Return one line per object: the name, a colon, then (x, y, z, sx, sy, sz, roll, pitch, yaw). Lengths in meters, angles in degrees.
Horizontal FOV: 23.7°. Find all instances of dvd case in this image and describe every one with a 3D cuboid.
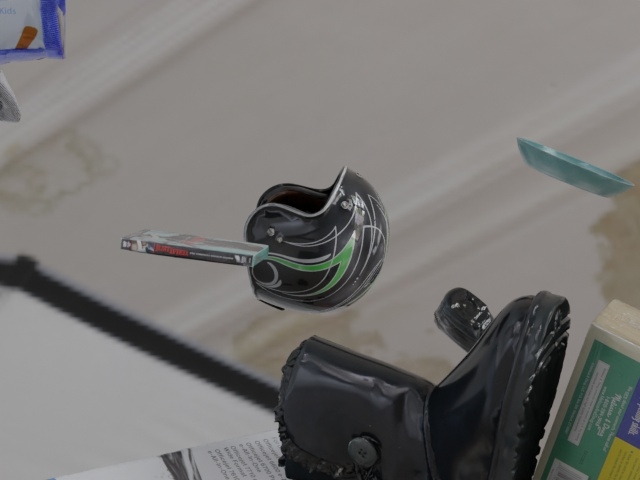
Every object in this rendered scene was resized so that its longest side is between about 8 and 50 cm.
dvd case: (-0.111, 0.006, 1.368, 0.119, 0.013, 0.087, 6, 6, 7)

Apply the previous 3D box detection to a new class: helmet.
helmet: (0.000, 0.000, 1.762, 0.161, 0.169, 0.169, -3, -36, 6)

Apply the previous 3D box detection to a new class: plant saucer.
plant saucer: (0.236, -0.066, 1.437, 0.119, 0.119, 0.021, 18, -79, -27)

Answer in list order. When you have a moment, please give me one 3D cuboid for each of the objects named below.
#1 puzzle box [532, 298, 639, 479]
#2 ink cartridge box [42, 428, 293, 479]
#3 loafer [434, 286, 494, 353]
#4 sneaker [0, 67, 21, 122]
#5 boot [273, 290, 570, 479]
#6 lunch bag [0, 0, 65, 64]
puzzle box: (0.281, 0.274, 1.192, 0.272, 0.052, 0.409, 28, -55, 21)
ink cartridge box: (-0.131, 0.298, 1.260, 0.307, 0.129, 0.223, -9, -52, -31)
loafer: (0.218, 0.135, 1.968, 0.062, 0.170, 0.061, -36, -13, -38)
sneaker: (-0.463, -0.156, 1.860, 0.137, 0.210, 0.366, -27, -32, -20)
boot: (0.068, 0.118, 1.161, 0.207, 0.094, 0.246, 21, -54, 18)
lunch bag: (-0.394, -0.344, 1.364, 0.328, 0.385, 0.239, -3, 2, -6)
